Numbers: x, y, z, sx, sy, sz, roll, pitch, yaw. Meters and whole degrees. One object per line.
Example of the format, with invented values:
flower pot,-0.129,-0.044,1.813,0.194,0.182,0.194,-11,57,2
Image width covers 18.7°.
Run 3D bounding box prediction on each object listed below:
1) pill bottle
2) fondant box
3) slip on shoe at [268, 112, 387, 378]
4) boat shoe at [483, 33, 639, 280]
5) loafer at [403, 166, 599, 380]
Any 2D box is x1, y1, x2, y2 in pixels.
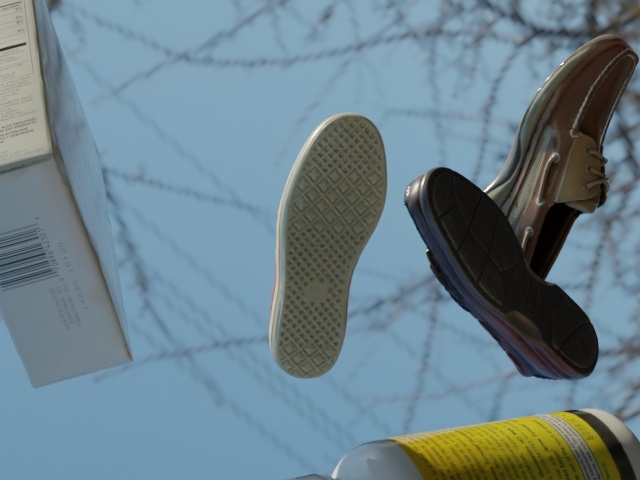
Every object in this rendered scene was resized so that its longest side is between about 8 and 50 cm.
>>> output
pill bottle,0.124,0.261,1.743,0.334,0.188,0.188,-5,-118,-25
fondant box,-0.257,-0.068,1.720,0.330,0.096,0.238,-105,0,-51
slip on shoe,0.000,0.000,2.326,0.123,0.331,0.101,7,-159,-11
boat shoe,0.273,-0.073,2.176,0.116,0.324,0.123,36,-166,29
loafer,0.173,0.049,2.045,0.302,0.095,0.109,46,-132,-26
